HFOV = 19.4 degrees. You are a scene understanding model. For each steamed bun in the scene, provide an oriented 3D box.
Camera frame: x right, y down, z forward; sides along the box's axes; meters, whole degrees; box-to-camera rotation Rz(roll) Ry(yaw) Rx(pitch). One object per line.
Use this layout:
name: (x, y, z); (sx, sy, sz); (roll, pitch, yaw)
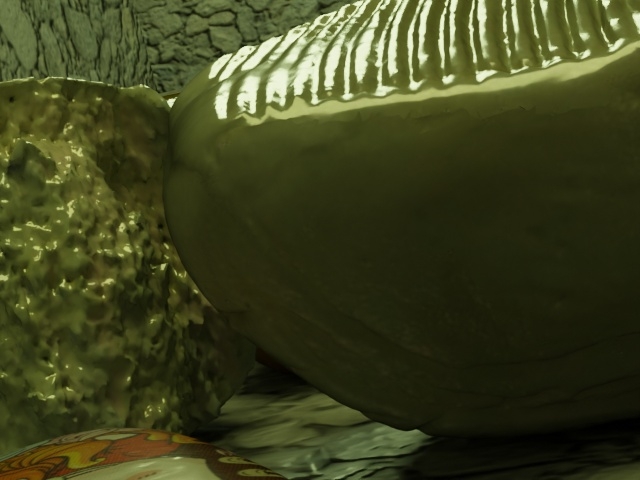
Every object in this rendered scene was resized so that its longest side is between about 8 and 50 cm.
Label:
steamed bun: (-0.130, 0.018, 1.036); (0.170, 0.225, 0.200); (-14, 8, 2)
steamed bun: (0.126, -0.025, 0.925); (0.383, 0.236, 0.247); (-21, 19, 0)

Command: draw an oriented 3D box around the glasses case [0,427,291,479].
glasses case: (-0.077, 0.130, 0.739); (0.122, 0.082, 0.321); (-16, 10, -23)

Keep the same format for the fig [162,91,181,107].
fig: (-0.118, -0.036, 1.253); (0.274, 0.170, 0.145); (18, 9, -35)

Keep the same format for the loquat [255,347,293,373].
loquat: (-0.011, 0.015, 1.164); (0.141, 0.141, 0.141); (-14, 10, 2)
